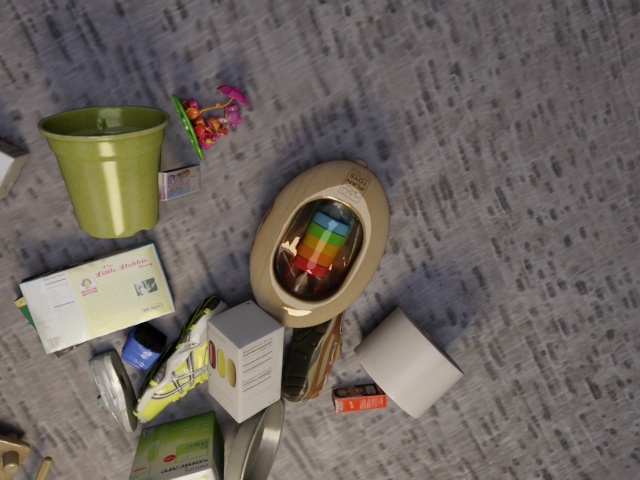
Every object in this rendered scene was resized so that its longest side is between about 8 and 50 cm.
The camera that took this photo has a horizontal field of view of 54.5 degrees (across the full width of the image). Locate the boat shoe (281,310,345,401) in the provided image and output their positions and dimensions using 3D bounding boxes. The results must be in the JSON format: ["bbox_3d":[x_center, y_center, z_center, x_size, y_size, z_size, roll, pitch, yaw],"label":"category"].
[{"bbox_3d":[-0.005,0.275,1.658,0.120,0.123,0.323,22,91,-45],"label":"boat shoe"}]

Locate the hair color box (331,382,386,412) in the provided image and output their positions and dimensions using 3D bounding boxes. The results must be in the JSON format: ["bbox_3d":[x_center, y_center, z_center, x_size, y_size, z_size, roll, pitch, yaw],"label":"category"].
[{"bbox_3d":[0.106,0.436,1.725,0.141,0.072,0.043,-5,105,-8],"label":"hair color box"}]

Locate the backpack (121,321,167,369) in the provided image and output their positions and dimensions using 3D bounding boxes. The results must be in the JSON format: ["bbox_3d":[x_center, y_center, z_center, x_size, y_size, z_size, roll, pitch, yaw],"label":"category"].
[{"bbox_3d":[-0.451,0.275,1.578,0.098,0.120,0.101,32,97,-15],"label":"backpack"}]

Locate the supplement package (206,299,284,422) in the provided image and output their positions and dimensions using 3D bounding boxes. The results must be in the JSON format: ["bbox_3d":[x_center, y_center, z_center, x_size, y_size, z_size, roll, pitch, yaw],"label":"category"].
[{"bbox_3d":[-0.185,0.293,1.520,0.134,0.139,0.243,-24,132,-37],"label":"supplement package"}]

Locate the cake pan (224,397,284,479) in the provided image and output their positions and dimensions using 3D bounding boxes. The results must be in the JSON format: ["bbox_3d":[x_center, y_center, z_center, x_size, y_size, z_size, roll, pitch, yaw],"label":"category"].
[{"bbox_3d":[-0.171,0.547,1.618,0.054,0.293,0.292,14,102,14],"label":"cake pan"}]

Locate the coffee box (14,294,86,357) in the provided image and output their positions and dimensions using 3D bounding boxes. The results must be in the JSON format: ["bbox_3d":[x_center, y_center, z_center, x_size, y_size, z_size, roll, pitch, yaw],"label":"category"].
[{"bbox_3d":[-0.666,0.194,1.566,0.113,0.040,0.184,-30,106,-1],"label":"coffee box"}]

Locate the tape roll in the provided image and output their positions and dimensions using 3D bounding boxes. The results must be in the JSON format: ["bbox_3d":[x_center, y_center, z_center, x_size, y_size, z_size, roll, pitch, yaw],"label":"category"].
[{"bbox_3d":[0.230,0.315,1.626,0.246,0.246,0.169,43,94,-15],"label":"tape roll"}]

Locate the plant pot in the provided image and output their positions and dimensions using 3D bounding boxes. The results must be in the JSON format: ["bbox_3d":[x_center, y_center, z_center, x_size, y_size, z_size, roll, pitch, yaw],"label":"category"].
[{"bbox_3d":[-0.473,-0.152,1.418,0.276,0.276,0.253,-3,116,-8],"label":"plant pot"}]

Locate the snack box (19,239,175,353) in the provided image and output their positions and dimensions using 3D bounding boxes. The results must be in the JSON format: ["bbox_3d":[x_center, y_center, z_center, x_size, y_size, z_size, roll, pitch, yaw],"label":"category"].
[{"bbox_3d":[-0.542,0.135,1.534,0.322,0.060,0.186,-18,105,-14],"label":"snack box"}]

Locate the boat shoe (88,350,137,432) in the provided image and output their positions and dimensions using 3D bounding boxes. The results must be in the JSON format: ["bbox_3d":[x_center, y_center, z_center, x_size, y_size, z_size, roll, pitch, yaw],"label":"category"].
[{"bbox_3d":[-0.543,0.399,1.623,0.081,0.079,0.227,-14,100,5],"label":"boat shoe"}]

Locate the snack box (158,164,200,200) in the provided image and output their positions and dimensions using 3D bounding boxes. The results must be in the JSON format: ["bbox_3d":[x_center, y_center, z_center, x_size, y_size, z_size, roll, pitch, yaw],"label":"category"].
[{"bbox_3d":[-0.330,-0.139,1.468,0.022,0.178,0.064,7,104,13],"label":"snack box"}]

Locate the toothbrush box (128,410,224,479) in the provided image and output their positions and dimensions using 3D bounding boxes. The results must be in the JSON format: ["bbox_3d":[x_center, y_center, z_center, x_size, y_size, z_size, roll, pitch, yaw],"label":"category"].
[{"bbox_3d":[-0.358,0.575,1.580,0.207,0.283,0.122,-14,105,-4],"label":"toothbrush box"}]

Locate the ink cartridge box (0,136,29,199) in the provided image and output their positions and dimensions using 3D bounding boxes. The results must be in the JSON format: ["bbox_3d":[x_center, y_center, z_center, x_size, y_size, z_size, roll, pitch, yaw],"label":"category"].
[{"bbox_3d":[-0.784,-0.184,1.412,0.176,0.128,0.127,31,97,-15],"label":"ink cartridge box"}]

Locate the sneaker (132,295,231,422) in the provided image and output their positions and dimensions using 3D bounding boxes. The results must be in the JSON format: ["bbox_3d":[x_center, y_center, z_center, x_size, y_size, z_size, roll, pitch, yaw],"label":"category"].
[{"bbox_3d":[-0.338,0.330,1.597,0.147,0.145,0.384,38,97,-15],"label":"sneaker"}]

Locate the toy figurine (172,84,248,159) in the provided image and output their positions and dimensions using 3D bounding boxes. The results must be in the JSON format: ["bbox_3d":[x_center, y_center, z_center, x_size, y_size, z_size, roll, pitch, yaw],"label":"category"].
[{"bbox_3d":[-0.246,-0.297,1.485,0.159,0.130,0.173,-26,128,-11],"label":"toy figurine"}]

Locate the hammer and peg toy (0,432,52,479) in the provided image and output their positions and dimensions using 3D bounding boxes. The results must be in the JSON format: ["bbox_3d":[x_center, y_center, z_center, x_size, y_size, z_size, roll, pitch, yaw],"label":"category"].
[{"bbox_3d":[-0.866,0.594,1.581,0.361,0.127,0.265,31,98,-33],"label":"hammer and peg toy"}]

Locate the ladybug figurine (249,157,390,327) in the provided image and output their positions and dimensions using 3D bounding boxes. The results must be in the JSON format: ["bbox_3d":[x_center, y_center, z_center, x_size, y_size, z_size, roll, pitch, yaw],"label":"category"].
[{"bbox_3d":[0.000,0.000,1.547,0.305,0.162,0.449,30,98,-5],"label":"ladybug figurine"}]
